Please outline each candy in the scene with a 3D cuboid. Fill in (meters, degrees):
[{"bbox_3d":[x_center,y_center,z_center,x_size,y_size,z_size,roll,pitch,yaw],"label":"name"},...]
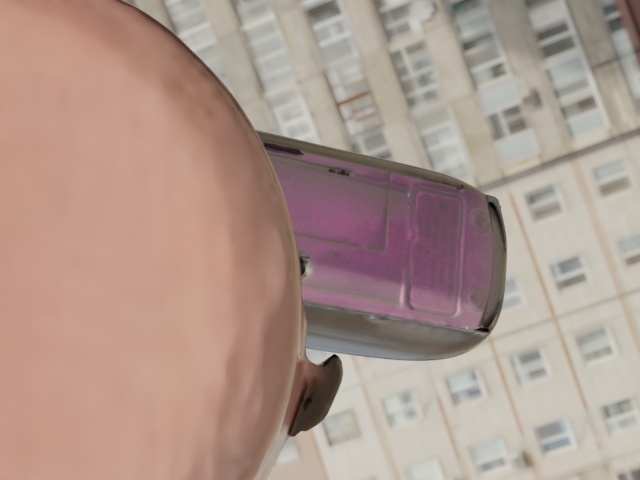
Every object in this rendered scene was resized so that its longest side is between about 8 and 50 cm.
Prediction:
[{"bbox_3d":[-0.119,0.027,0.505,0.094,0.255,0.255,89,164,-78],"label":"candy"}]

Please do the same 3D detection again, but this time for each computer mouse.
[{"bbox_3d":[0.000,0.000,1.104,0.310,0.072,0.158,11,-107,-22],"label":"computer mouse"}]
